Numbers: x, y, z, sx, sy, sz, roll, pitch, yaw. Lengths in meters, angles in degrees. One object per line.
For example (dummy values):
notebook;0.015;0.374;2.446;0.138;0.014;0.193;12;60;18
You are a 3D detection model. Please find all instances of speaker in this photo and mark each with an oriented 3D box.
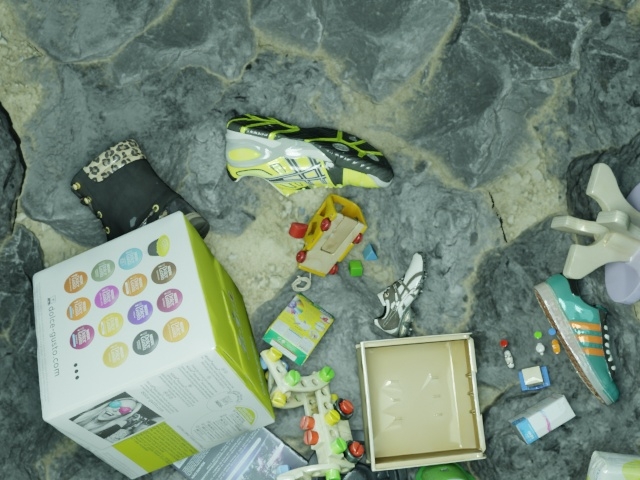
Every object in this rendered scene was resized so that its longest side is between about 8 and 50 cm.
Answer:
speaker;0.260;0.524;1.688;0.131;0.296;0.131;0;85;1

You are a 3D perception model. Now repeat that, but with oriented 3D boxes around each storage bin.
storage bin;0.216;0.340;1.775;0.260;0.123;0.262;-4;81;-7

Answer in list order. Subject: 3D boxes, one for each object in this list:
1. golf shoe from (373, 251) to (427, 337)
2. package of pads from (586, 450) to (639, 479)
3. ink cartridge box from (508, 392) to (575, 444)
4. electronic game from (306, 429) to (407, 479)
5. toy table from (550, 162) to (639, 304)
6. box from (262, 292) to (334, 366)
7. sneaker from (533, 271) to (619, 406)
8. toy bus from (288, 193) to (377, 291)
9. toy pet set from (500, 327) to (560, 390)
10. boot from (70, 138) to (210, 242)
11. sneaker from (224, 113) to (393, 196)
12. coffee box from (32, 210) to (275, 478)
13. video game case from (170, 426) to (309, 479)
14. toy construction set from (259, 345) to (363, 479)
golf shoe;0.178;0.112;1.842;0.094;0.077;0.198;17;84;3
package of pads;0.666;0.599;1.745;0.229;0.101;0.296;6;99;2
ink cartridge box;0.479;0.385;1.801;0.122;0.088;0.052;-32;84;-2
electronic game;0.077;0.531;1.817;0.229;0.048;0.229;1;81;-6
toy table;0.623;-0.017;1.772;0.161;0.252;0.274;18;73;-13
box;-0.043;0.187;1.809;0.105;0.179;0.043;36;124;4
sneaker;0.587;0.207;1.806;0.121;0.108;0.302;-27;83;3
toy bus;0.011;-0.007;1.842;0.202;0.191;0.104;-15;41;-1
toy pet set;0.471;0.267;1.829;0.122;0.065;0.114;-15;67;15
boot;-0.458;-0.014;1.840;0.377;0.138;0.284;-42;75;14
sneaker;-0.028;-0.172;1.864;0.385;0.145;0.147;14;116;0
coffee box;-0.323;0.213;1.641;0.334;0.338;0.337;-23;52;3
video game case;-0.173;0.497;1.839;0.274;0.026;0.196;38;87;3
toy construction set;-0.032;0.393;1.734;0.215;0.151;0.327;20;54;-33
